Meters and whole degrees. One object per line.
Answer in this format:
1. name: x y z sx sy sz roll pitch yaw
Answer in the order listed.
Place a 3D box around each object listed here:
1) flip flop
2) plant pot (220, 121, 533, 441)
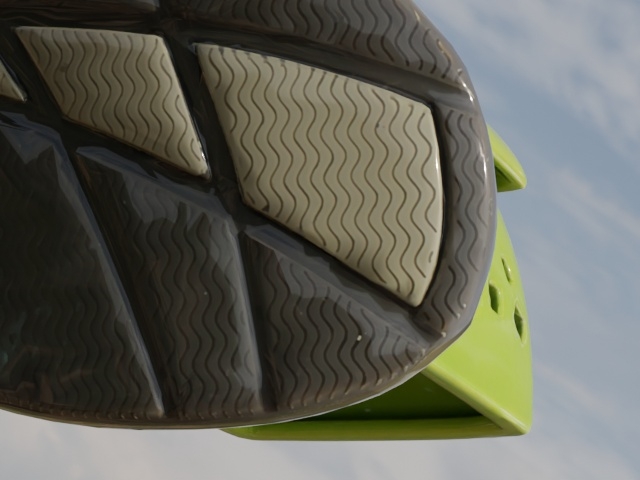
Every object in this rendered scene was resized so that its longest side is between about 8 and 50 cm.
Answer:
1. flip flop: -0.089 -0.015 0.414 0.277 0.112 0.080 -3 -7 27
2. plant pot: 0.000 0.000 1.213 0.227 0.207 0.228 -3 -21 29
